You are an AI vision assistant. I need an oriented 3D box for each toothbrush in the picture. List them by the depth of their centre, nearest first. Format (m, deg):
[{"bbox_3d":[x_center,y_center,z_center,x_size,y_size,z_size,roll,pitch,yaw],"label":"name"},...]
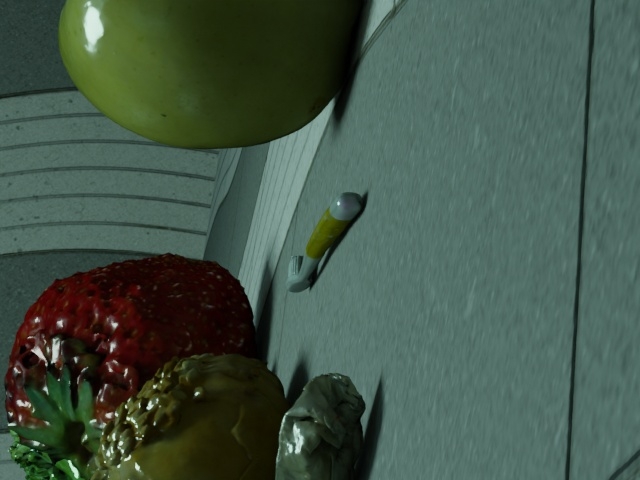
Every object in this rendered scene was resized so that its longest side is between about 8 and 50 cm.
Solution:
[{"bbox_3d":[0.000,0.000,1.313,0.288,0.021,0.024,123,146,-75],"label":"toothbrush"}]

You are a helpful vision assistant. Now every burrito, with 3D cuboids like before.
[{"bbox_3d":[-0.007,0.162,1.013,0.058,0.045,0.188,-43,-31,-55],"label":"burrito"}]

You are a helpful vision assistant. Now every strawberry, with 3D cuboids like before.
[{"bbox_3d":[-0.174,0.123,1.838,0.238,0.250,0.288,-24,18,45],"label":"strawberry"}]

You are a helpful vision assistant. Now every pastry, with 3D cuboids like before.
[{"bbox_3d":[-0.116,0.235,1.387,0.255,0.162,0.311,121,157,-69],"label":"pastry"}]

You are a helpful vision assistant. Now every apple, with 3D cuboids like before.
[{"bbox_3d":[-0.086,-0.206,1.444,0.262,0.262,0.262,-170,90,-84],"label":"apple"}]

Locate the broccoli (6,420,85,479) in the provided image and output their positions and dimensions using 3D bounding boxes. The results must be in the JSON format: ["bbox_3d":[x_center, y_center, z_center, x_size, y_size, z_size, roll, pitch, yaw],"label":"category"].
[{"bbox_3d":[-0.227,0.244,2.034,0.294,0.265,0.245,-53,25,17],"label":"broccoli"}]
